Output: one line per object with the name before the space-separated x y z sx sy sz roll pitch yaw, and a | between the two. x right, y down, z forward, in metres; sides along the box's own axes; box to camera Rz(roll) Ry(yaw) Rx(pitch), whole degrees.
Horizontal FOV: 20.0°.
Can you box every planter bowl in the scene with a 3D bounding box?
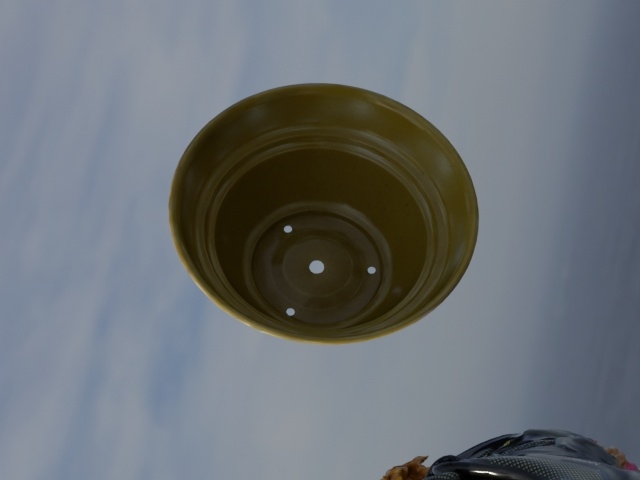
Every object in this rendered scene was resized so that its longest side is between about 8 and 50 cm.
planter bowl | 0.000 0.000 1.300 0.090 0.217 0.217 97 -174 -57

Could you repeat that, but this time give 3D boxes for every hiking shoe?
hiking shoe | 0.074 0.116 0.766 0.227 0.114 0.086 165 116 -68

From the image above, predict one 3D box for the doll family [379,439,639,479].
doll family | 0.064 0.201 0.920 0.118 0.163 0.263 -7 -33 -53
